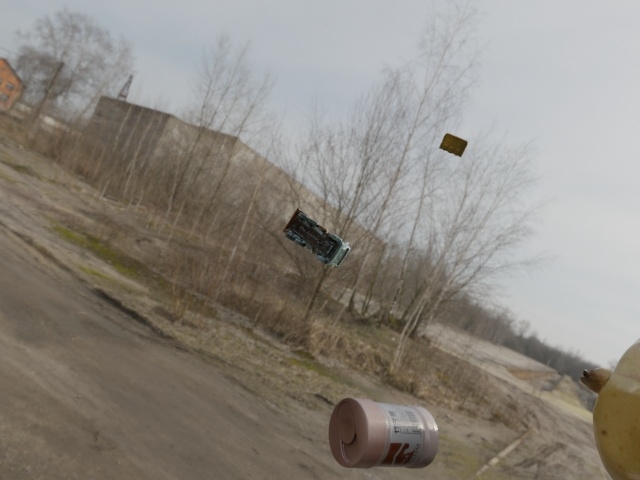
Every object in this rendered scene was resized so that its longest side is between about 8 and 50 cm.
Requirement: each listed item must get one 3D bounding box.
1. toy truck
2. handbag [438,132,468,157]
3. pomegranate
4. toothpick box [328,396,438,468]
[{"bbox_3d":[0.000,0.001,1.126,0.178,0.080,0.115,36,5,32],"label":"toy truck"},{"bbox_3d":[0.450,-0.322,1.446,0.083,0.061,0.027,28,22,12],"label":"handbag"},{"bbox_3d":[0.593,0.283,0.670,0.343,0.342,0.342,23,-2,1],"label":"pomegranate"},{"bbox_3d":[0.100,0.306,0.676,0.149,0.098,0.098,18,0,-30],"label":"toothpick box"}]
